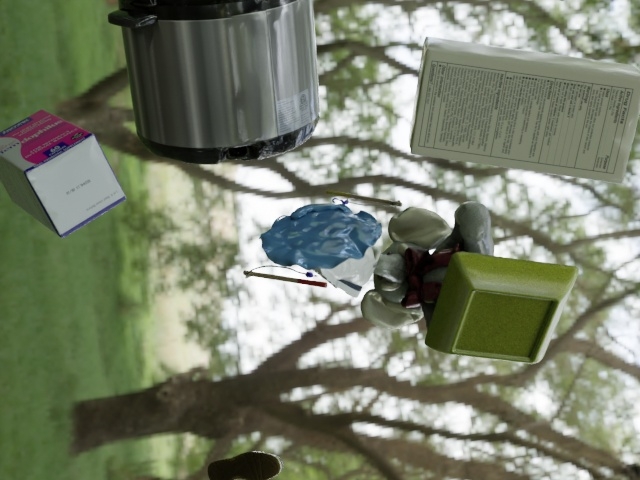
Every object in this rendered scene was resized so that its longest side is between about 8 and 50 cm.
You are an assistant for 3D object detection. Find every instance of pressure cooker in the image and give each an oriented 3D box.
[{"bbox_3d":[-0.184,-0.390,2.027,0.370,0.375,0.420,-87,173,-64],"label":"pressure cooker"}]

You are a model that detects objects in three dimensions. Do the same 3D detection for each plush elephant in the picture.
[{"bbox_3d":[0.198,0.065,2.082,0.330,0.255,0.272,26,75,-70],"label":"plush elephant"}]

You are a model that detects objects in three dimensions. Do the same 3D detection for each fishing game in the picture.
[{"bbox_3d":[0.000,0.000,1.637,0.264,0.189,0.041,-50,140,-49],"label":"fishing game"}]

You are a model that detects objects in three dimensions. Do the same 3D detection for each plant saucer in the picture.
[{"bbox_3d":[0.263,0.111,1.577,0.045,0.188,0.188,-91,-169,-52],"label":"plant saucer"}]

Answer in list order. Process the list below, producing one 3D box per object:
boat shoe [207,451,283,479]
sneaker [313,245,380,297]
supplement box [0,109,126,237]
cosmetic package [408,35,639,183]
[{"bbox_3d":[-0.127,0.396,1.914,0.049,0.152,0.056,-7,87,-61],"label":"boat shoe"},{"bbox_3d":[0.033,0.027,1.856,0.090,0.095,0.235,43,6,20],"label":"sneaker"},{"bbox_3d":[-0.390,-0.101,1.572,0.220,0.111,0.114,24,-38,54],"label":"supplement box"},{"bbox_3d":[0.291,-0.190,1.565,0.113,0.309,0.160,-81,179,-70],"label":"cosmetic package"}]
